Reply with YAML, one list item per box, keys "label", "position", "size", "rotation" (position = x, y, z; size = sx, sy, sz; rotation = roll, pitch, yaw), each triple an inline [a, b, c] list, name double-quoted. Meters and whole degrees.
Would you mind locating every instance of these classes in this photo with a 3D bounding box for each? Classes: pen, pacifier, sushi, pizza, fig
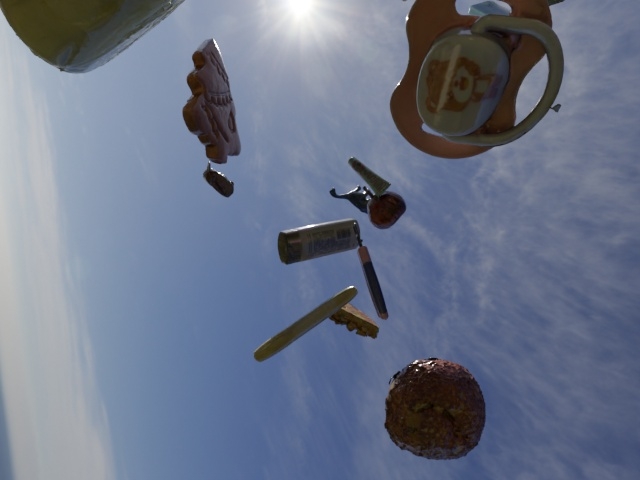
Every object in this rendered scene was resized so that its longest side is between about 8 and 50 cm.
- label: "pen"
  position: [-0.025, 0.155, 0.787]
  size: [0.032, 0.233, 0.040]
  rotation: [56, -13, 3]
- label: "pacifier"
  position: [0.258, -0.305, 0.751]
  size: [0.273, 0.220, 0.332]
  rotation: [-114, -159, -43]
- label: "sushi"
  position: [-0.274, -0.157, 1.128]
  size: [0.052, 0.120, 0.055]
  rotation: [-41, -134, 8]
- label: "pizza"
  position: [0.064, 0.189, 1.046]
  size: [0.175, 0.134, 0.046]
  rotation: [34, -81, 54]
- label: "fig"
  position: [0.208, -0.112, 1.323]
  size: [0.128, 0.128, 0.151]
  rotation: [-16, -99, 51]

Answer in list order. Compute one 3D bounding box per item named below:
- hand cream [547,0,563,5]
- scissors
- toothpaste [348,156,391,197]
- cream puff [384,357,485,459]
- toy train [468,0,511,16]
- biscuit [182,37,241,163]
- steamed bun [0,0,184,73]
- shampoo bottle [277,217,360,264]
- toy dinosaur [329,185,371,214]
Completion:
- label: "hand cream"
  position: [0.545, -0.782, 1.111]
  size: [0.124, 0.078, 0.341]
  rotation: [9, -40, 56]
- label: "scissors"
  position: [0.055, 0.035, 0.475]
  size: [0.039, 0.012, 0.113]
  rotation: [71, 2, -82]
- label: "toothpaste"
  position: [0.152, -0.208, 1.335]
  size: [0.056, 0.036, 0.205]
  rotation: [-51, -136, 14]
- label: "cream puff"
  position: [0.261, 0.390, 0.951]
  size: [0.164, 0.239, 0.240]
  rotation: [-87, -179, -76]
- label: "toy train"
  position: [0.488, -0.536, 1.168]
  size: [0.301, 0.120, 0.203]
  rotation: [-95, -173, -51]
- label: "biscuit"
  position: [-0.255, -0.342, 1.013]
  size: [0.043, 0.284, 0.307]
  rotation: [-4, -91, 11]
- label: "steamed bun"
  position: [-0.284, -0.355, 0.549]
  size: [0.232, 0.166, 0.273]
  rotation: [-30, -149, 17]
- label: "shampoo bottle"
  position: [0.000, 0.000, 1.073]
  size: [0.055, 0.227, 0.086]
  rotation: [17, -65, 53]
- label: "toy dinosaur"
  position: [0.157, -0.145, 1.817]
  size: [0.075, 0.188, 0.248]
  rotation: [-12, -72, 55]
